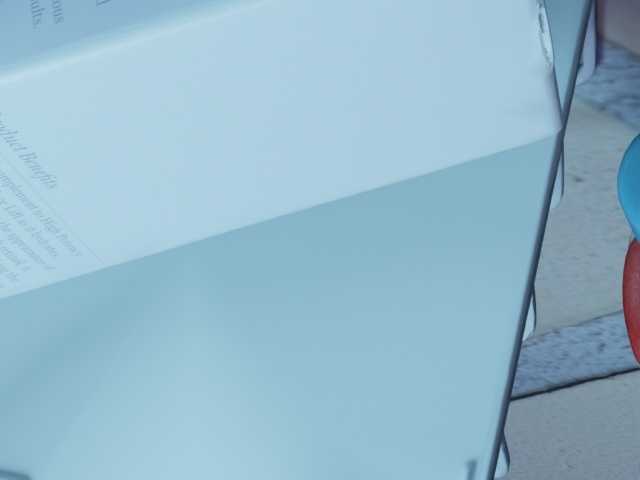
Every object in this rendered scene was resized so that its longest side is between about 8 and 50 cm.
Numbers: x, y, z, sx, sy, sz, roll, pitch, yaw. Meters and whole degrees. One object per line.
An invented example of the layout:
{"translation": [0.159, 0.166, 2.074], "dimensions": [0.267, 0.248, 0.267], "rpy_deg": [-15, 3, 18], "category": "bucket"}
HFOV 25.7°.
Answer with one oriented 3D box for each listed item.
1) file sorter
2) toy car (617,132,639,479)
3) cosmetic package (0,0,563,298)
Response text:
{"translation": [0.000, 0.000, 0.570], "dimensions": [0.193, 0.277, 0.173], "rpy_deg": [9, 161, 15], "category": "file sorter"}
{"translation": [0.238, 0.093, 0.669], "dimensions": [0.210, 0.238, 0.219], "rpy_deg": [4, 155, 27], "category": "toy car"}
{"translation": [-0.054, -0.057, 0.413], "dimensions": [0.231, 0.085, 0.117], "rpy_deg": [-17, 153, 5], "category": "cosmetic package"}
